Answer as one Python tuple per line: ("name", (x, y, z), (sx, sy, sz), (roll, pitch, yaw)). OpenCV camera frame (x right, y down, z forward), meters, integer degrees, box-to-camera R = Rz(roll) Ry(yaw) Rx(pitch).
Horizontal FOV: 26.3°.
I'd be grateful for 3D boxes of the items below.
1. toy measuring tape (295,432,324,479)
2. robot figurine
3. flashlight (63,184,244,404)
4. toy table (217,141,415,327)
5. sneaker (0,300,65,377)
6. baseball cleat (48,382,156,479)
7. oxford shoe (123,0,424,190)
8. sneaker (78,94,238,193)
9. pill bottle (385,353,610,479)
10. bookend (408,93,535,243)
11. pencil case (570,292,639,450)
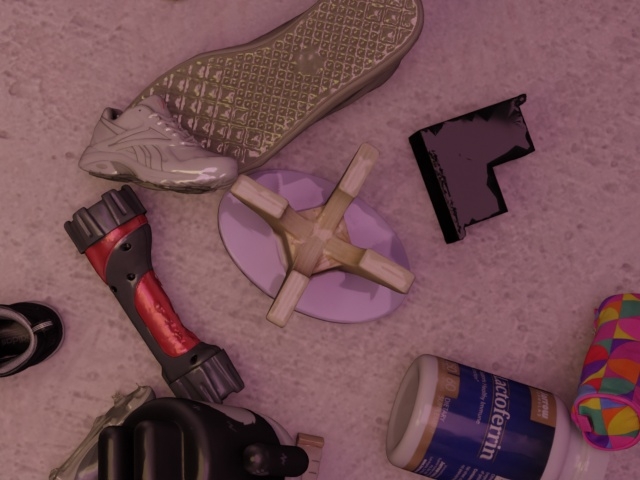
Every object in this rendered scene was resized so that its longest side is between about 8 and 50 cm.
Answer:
("toy measuring tape", (-0.046, 0.418, 1.760), (0.121, 0.121, 0.330), (13, 61, -7))
("robot figurine", (-0.144, 0.277, 1.650), (0.209, 0.278, 0.174), (34, 100, 38))
("flashlight", (-0.205, 0.078, 1.750), (0.103, 0.103, 0.304), (-34, 89, -10))
("toy table", (0.000, 0.000, 1.756), (0.274, 0.161, 0.252), (18, 83, -5))
("sneaker", (-0.450, 0.137, 1.683), (0.268, 0.153, 0.101), (-18, 87, -9))
("baseball cleat", (-0.267, 0.284, 1.749), (0.206, 0.072, 0.109), (-46, 108, -7))
("oxford shoe", (-0.063, -0.198, 1.787), (0.449, 0.130, 0.169), (-30, 88, 5))
("sneaker", (-0.199, -0.122, 1.694), (0.232, 0.090, 0.115), (11, 89, 28))
("pill bottle", (0.230, 0.254, 1.769), (0.264, 0.153, 0.153), (18, 83, -7))
("bookend", (0.222, -0.096, 1.838), (0.157, 0.072, 0.156), (-20, 89, -10))
("pencil case", (0.385, 0.165, 1.764), (0.104, 0.236, 0.104), (10, 124, 15))
